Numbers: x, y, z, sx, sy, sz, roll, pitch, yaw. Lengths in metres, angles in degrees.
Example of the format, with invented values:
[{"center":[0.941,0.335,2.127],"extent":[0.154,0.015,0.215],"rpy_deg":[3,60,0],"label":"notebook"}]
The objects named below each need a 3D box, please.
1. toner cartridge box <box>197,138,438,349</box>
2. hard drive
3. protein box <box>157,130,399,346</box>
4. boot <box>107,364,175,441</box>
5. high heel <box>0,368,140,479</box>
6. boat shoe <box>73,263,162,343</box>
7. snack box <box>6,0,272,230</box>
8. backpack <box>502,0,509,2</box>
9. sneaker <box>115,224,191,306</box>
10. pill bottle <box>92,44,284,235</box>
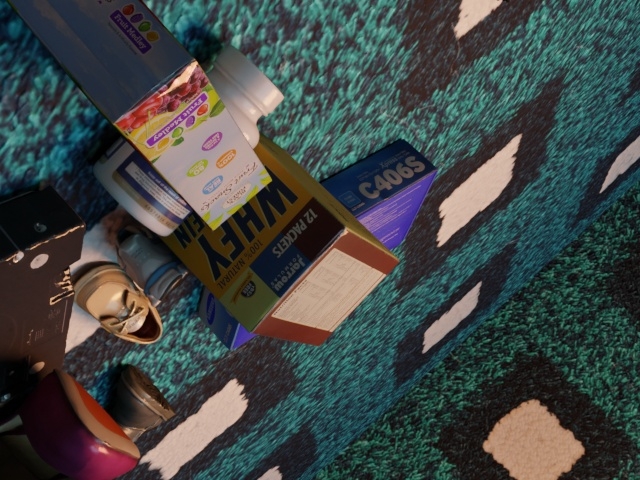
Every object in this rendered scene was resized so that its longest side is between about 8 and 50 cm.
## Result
[{"center":[0.000,0.000,1.334],"extent":[0.348,0.075,0.165],"rpy_deg":[-30,154,-36],"label":"toner cartridge box"},{"center":[-0.366,0.103,0.836],"extent":[0.339,0.064,0.237],"rpy_deg":[-30,155,-37],"label":"hard drive"},{"center":[-0.055,-0.010,1.022],"extent":[0.136,0.200,0.201],"rpy_deg":[-47,160,5],"label":"protein box"},{"center":[-0.296,0.265,1.298],"extent":[0.208,0.076,0.189],"rpy_deg":[-34,156,-10],"label":"boot"},{"center":[-0.291,0.233,0.993],"extent":[0.181,0.127,0.377],"rpy_deg":[-43,-178,-18],"label":"high heel"},{"center":[-0.214,0.075,1.082],"extent":[0.063,0.059,0.170],"rpy_deg":[-44,160,-2],"label":"boat shoe"},{"center":[-0.132,-0.116,0.703],"extent":[0.070,0.174,0.207],"rpy_deg":[-40,161,-4],"label":"snack box"},{"center":[0.229,-0.343,1.100],"extent":[0.105,0.084,0.114],"rpy_deg":[-32,161,-34],"label":"backpack"},{"center":[-0.177,0.017,1.040],"extent":[0.071,0.083,0.191],"rpy_deg":[-45,-176,-8],"label":"sneaker"},{"center":[-0.116,-0.093,0.897],"extent":[0.169,0.094,0.094],"rpy_deg":[-46,160,2],"label":"pill bottle"}]
